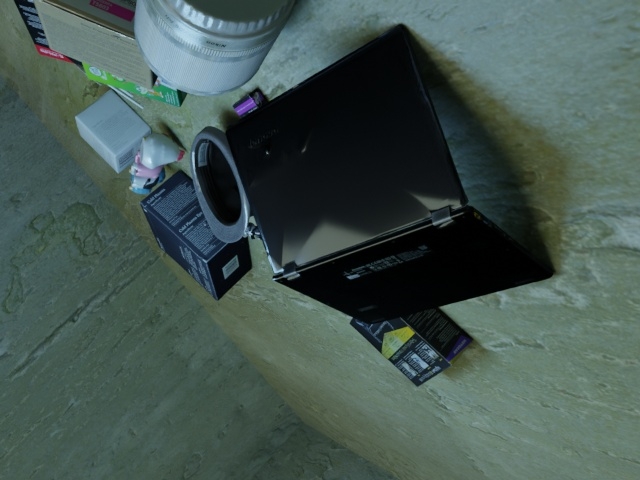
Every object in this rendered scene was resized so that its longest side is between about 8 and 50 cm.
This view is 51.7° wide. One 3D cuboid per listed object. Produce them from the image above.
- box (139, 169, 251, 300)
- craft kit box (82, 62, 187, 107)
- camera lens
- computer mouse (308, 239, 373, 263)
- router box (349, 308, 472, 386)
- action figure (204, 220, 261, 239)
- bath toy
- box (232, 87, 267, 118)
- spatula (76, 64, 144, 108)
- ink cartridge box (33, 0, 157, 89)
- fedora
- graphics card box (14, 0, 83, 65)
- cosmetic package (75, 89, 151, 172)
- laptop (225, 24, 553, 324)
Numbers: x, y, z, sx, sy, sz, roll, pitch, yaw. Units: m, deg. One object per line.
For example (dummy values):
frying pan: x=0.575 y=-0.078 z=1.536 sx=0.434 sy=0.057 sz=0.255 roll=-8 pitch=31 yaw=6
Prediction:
box: x=-0.410 y=-0.011 z=2.232 sx=0.312 sy=0.179 sz=0.343 roll=39 pitch=159 yaw=15
craft kit box: x=-0.441 y=-0.431 z=1.525 sx=0.247 sy=0.060 sz=0.250 roll=20 pitch=157 yaw=4
camera lens: x=-0.163 y=-0.360 z=1.001 sx=0.219 sy=0.219 sz=0.274 roll=48 pitch=160 yaw=-6
computer mouse: x=0.000 y=0.000 z=1.517 sx=0.188 sy=0.072 sz=0.272 roll=50 pitch=149 yaw=-18
router box: x=0.204 y=0.218 z=1.586 sx=0.243 sy=0.081 sz=0.309 roll=43 pitch=160 yaw=10
action figure: x=-0.153 y=-0.056 z=1.706 sx=0.276 sy=0.140 sz=0.164 roll=16 pitch=146 yaw=4
bath toy: x=-0.513 y=-0.250 z=2.062 sx=0.348 sy=0.129 sz=0.151 roll=156 pitch=114 yaw=-65
box: x=-0.113 y=-0.241 z=1.413 sx=0.162 sy=0.029 sz=0.116 roll=53 pitch=160 yaw=-15
spatula: x=-0.598 y=-0.449 z=1.827 sx=0.168 sy=0.019 sz=0.242 roll=46 pitch=-174 yaw=36
ink cartridge box: x=-0.439 y=-0.426 z=1.342 sx=0.235 sy=0.088 sz=0.193 roll=22 pitch=161 yaw=-7
fedora: x=-0.201 y=-0.143 z=1.577 sx=0.244 sy=0.124 sz=0.275 roll=-20 pitch=91 yaw=55
graphics card box: x=-0.589 y=-0.554 z=1.539 sx=0.233 sy=0.094 sz=0.371 roll=16 pitch=158 yaw=3
cosmetic package: x=-0.659 y=-0.348 z=2.118 sx=0.183 sy=0.151 sz=0.151 roll=45 pitch=160 yaw=1
laptop: x=0.102 y=-0.064 z=1.087 sx=0.382 sy=0.236 sz=0.408 roll=-21 pitch=143 yaw=39
